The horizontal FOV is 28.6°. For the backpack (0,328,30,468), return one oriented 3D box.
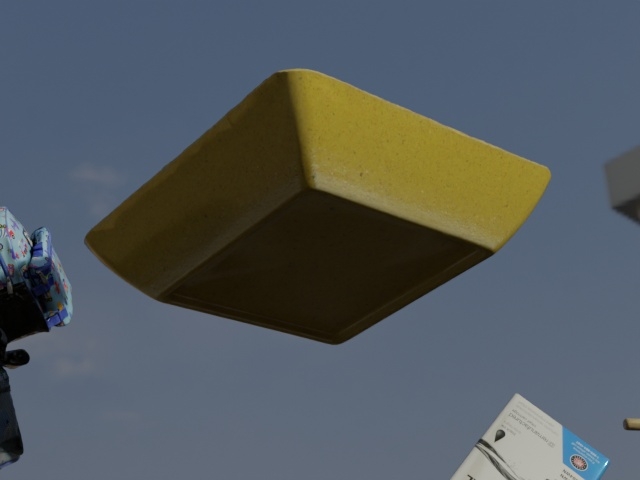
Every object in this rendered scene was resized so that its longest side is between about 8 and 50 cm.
[{"bbox_3d":[-0.422,0.204,1.139,0.276,0.213,0.263,-17,-8,7],"label":"backpack"}]

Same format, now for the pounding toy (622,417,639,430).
[{"bbox_3d":[0.357,0.157,1.113,0.130,0.100,0.141,-14,-51,30],"label":"pounding toy"}]

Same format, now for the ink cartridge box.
[{"bbox_3d":[0.235,0.314,1.534,0.148,0.203,0.086,36,-34,12],"label":"ink cartridge box"}]

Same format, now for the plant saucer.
[{"bbox_3d":[0.000,0.000,1.184,0.332,0.081,0.333,18,-38,-37],"label":"plant saucer"}]

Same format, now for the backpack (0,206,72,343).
[{"bbox_3d":[-0.403,0.030,1.626,0.117,0.158,0.173,-19,-68,-3],"label":"backpack"}]
